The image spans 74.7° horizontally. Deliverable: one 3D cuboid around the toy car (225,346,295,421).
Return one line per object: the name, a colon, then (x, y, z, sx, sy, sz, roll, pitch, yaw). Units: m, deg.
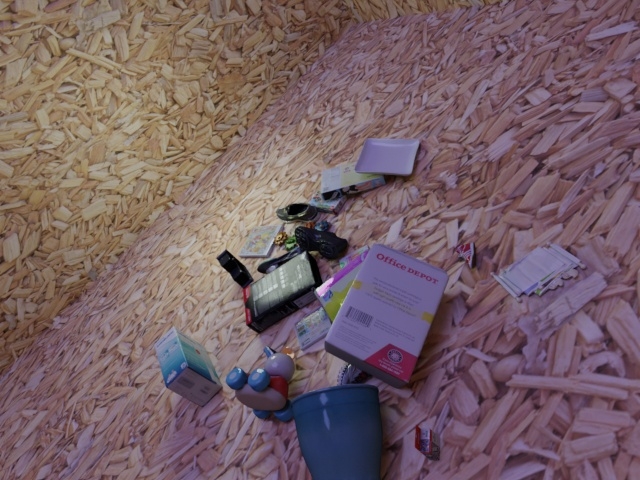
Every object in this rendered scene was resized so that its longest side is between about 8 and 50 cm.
toy car: (-0.181, 0.496, 1.547, 0.210, 0.219, 0.238, -11, 33, 34)

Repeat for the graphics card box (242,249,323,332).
graphics card box: (-0.171, 0.227, 1.884, 0.371, 0.094, 0.232, -33, 38, 11)

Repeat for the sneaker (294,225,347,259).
sneaker: (0.000, 0.000, 1.941, 0.286, 0.109, 0.130, 26, 37, 33)

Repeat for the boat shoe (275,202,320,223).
boat shoe: (-0.136, -0.155, 2.233, 0.305, 0.091, 0.109, 6, 59, 44)

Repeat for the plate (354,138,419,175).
plate: (0.328, -0.403, 2.057, 0.278, 0.045, 0.277, 6, 49, 19)

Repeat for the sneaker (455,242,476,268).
sneaker: (0.518, 0.058, 1.503, 0.067, 0.042, 0.118, -9, 40, 29)

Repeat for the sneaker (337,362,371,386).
sneaker: (0.133, 0.436, 1.420, 0.093, 0.088, 0.225, 8, 59, 43)

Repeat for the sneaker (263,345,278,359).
sneaker: (-0.196, 0.485, 1.675, 0.073, 0.063, 0.162, -47, 37, -3)

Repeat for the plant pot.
plant pot: (0.060, 0.581, 1.212, 0.272, 0.272, 0.255, -24, 54, 21)

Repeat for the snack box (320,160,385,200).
snack box: (0.162, -0.318, 2.126, 0.322, 0.060, 0.187, -13, 45, 17)

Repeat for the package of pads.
package of pads: (0.143, 0.196, 1.638, 0.297, 0.101, 0.229, -40, 37, 2)

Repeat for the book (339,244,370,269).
book: (0.152, 0.086, 1.802, 0.144, 0.035, 0.096, -30, 35, 16)

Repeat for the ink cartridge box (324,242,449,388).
ink cartridge box: (0.220, 0.241, 1.387, 0.279, 0.160, 0.384, 25, 66, 13)

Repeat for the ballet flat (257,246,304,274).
ballet flat: (-0.185, 0.117, 2.010, 0.281, 0.095, 0.096, -26, 52, 18)

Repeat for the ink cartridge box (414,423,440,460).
ink cartridge box: (0.293, 0.551, 1.145, 0.029, 0.115, 0.062, -14, 45, 31)

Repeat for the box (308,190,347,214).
box: (0.033, -0.199, 2.179, 0.207, 0.036, 0.114, 14, 63, 47)

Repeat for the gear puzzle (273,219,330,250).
gear puzzle: (-0.110, -0.030, 2.112, 0.339, 0.044, 0.175, -3, 56, 38)

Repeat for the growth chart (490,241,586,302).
growth chart: (0.688, 0.100, 1.334, 0.237, 0.021, 0.172, -33, 39, 10)

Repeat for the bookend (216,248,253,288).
bookend: (-0.438, 0.145, 2.141, 0.072, 0.157, 0.156, -43, 37, -2)

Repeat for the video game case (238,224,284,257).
video game case: (-0.326, 0.004, 2.293, 0.227, 0.026, 0.206, -2, 51, 39)

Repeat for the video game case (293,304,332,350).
video game case: (-0.030, 0.350, 1.701, 0.157, 0.019, 0.143, -35, 37, 9)

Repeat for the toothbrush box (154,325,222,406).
toothbrush box: (-0.577, 0.541, 1.818, 0.126, 0.216, 0.295, -45, 36, -6)
